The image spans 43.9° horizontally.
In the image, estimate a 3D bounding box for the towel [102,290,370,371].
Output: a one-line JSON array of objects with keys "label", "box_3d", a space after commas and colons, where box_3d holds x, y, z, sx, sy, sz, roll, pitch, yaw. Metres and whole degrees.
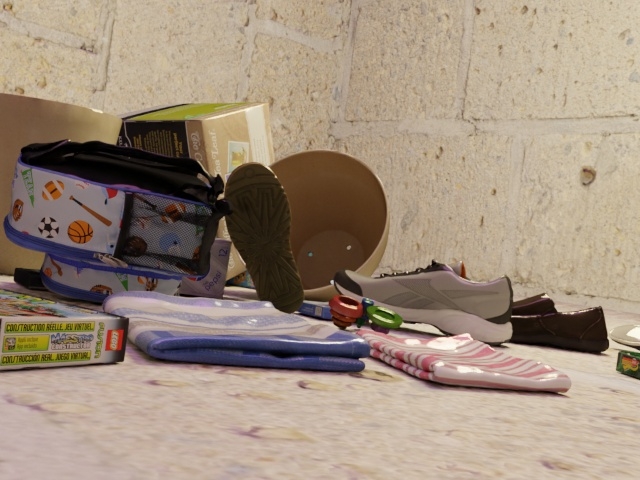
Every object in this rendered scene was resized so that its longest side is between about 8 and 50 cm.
[{"label": "towel", "box_3d": [-0.097, 0.085, 0.794, 0.209, 0.034, 0.285, 6, 0, -22]}]

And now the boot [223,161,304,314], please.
[{"label": "boot", "box_3d": [-0.104, -0.027, 1.206, 0.089, 0.236, 0.269, -13, 19, -9]}]

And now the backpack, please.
[{"label": "backpack", "box_3d": [-0.277, -0.032, 1.050, 0.263, 0.213, 0.276, 18, 2, -18]}]

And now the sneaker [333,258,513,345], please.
[{"label": "sneaker", "box_3d": [0.149, 0.073, 1.151, 0.271, 0.108, 0.100, 11, 1, 22]}]

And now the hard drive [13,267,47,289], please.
[{"label": "hard drive", "box_3d": [-0.356, 0.058, 1.131, 0.135, 0.022, 0.094, 7, 0, -33]}]

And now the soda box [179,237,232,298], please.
[{"label": "soda box", "box_3d": [-0.211, 0.040, 1.386, 0.091, 0.098, 0.286, 9, 0, -9]}]

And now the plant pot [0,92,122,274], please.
[{"label": "plant pot", "box_3d": [-0.472, -0.082, 1.301, 0.256, 0.274, 0.256, 7, 1, 0]}]

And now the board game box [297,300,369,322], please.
[{"label": "board game box", "box_3d": [0.013, 0.106, 1.200, 0.090, 0.020, 0.090, 8, -1, -36]}]

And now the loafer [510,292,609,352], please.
[{"label": "loafer", "box_3d": [0.322, 0.115, 1.194, 0.220, 0.078, 0.080, 7, 0, 5]}]

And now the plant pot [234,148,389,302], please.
[{"label": "plant pot", "box_3d": [0.000, 0.000, 1.474, 0.284, 0.284, 0.191, 7, -24, 17]}]

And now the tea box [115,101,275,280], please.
[{"label": "tea box", "box_3d": [-0.277, -0.112, 1.676, 0.323, 0.329, 0.220, 7, 21, 34]}]

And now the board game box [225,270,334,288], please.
[{"label": "board game box", "box_3d": [-0.083, 0.086, 1.674, 0.211, 0.039, 0.160, 6, -1, 36]}]

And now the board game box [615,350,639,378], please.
[{"label": "board game box", "box_3d": [0.447, 0.156, 0.847, 0.136, 0.030, 0.259, 5, 0, -11]}]

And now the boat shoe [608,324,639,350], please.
[{"label": "boat shoe", "box_3d": [0.519, 0.161, 1.255, 0.125, 0.038, 0.046, 0, 37, 43]}]

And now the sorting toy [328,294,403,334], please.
[{"label": "sorting toy", "box_3d": [0.057, 0.106, 1.064, 0.102, 0.042, 0.061, 19, 16, 3]}]

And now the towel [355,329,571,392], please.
[{"label": "towel", "box_3d": [0.133, 0.116, 0.794, 0.144, 0.029, 0.197, 6, 0, -19]}]

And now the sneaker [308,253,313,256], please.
[{"label": "sneaker", "box_3d": [-0.023, -0.008, 1.976, 0.319, 0.127, 0.208, 23, 47, 27]}]

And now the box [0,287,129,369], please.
[{"label": "box", "box_3d": [-0.263, 0.062, 0.621, 0.207, 0.036, 0.114, 7, 0, 34]}]
